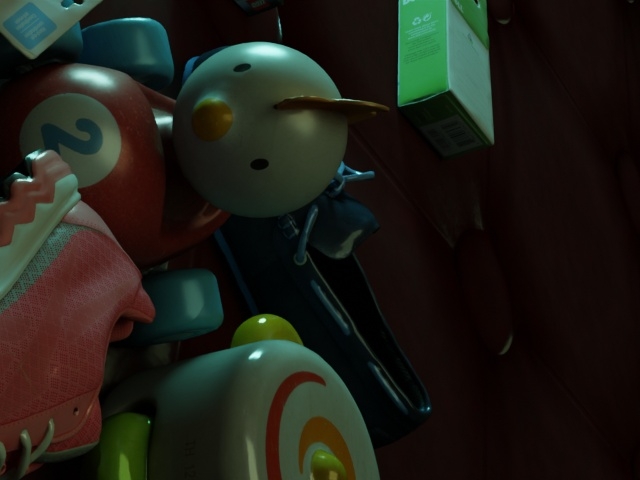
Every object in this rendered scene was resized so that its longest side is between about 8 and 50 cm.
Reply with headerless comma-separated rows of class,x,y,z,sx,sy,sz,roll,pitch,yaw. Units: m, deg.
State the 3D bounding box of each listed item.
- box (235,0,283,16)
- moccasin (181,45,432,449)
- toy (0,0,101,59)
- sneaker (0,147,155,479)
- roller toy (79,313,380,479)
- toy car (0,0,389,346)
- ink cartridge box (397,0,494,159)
box,-0.074,-0.311,1.363,0.114,0.036,0.207,42,40,-47
moccasin,0.000,0.000,1.236,0.342,0.116,0.138,67,27,-12
toy,-0.214,-0.231,0.923,0.237,0.056,0.137,43,40,-6
sneaker,-0.174,0.080,0.799,0.136,0.116,0.314,46,40,-14
roller toy,-0.048,0.165,1.016,0.191,0.146,0.209,68,26,-12
toy car,-0.075,-0.064,0.990,0.210,0.238,0.219,7,69,-62
ink cartridge box,0.134,-0.204,1.678,0.109,0.062,0.209,44,39,-45
